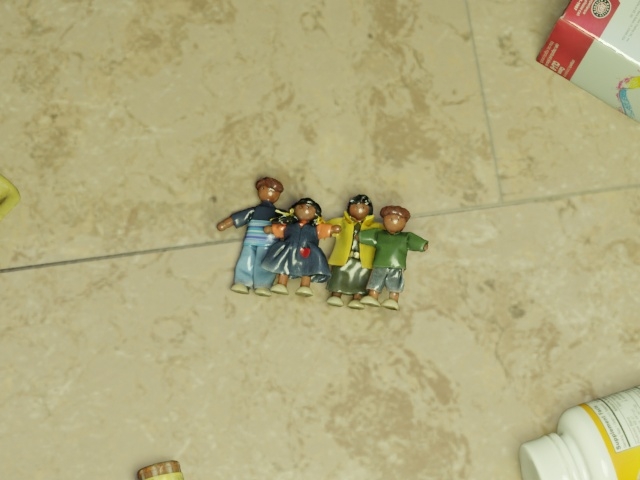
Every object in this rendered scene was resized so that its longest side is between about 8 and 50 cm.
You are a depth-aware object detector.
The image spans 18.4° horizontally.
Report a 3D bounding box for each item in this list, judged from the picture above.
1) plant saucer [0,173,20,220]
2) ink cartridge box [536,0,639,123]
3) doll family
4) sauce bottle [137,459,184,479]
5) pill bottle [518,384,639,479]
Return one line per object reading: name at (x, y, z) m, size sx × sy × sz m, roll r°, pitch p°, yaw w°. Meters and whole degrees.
plant saucer at (-0.479, -0.017, 1.688) m, size 0.333 × 0.081 × 0.333 m, roll 31°, pitch 40°, yaw 4°
ink cartridge box at (0.315, -0.189, 1.830) m, size 0.176 × 0.127 × 0.128 m, roll 32°, pitch 75°, yaw 4°
doll family at (0.000, 0.000, 1.788) m, size 0.193 × 0.076 × 0.111 m, roll 8°, pitch 80°, yaw 0°
sauce bottle at (-0.128, 0.258, 1.729) m, size 0.042 × 0.042 × 0.128 m, roll -13°, pitch 76°, yaw -8°
pill bottle at (0.289, 0.187, 1.741) m, size 0.215 × 0.117 × 0.117 m, roll -17°, pitch 78°, yaw -8°
